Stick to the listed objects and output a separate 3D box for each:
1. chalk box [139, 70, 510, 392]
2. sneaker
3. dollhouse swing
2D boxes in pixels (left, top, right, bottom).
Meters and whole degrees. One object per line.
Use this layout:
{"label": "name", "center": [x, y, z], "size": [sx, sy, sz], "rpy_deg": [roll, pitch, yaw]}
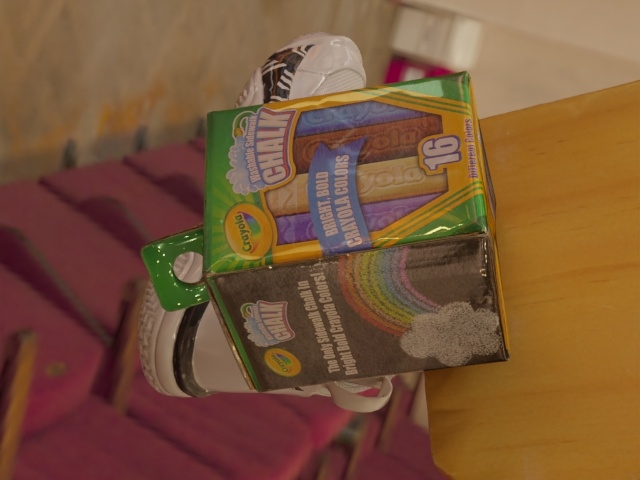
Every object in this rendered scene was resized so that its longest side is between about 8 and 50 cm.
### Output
{"label": "chalk box", "center": [0.000, 0.000, 1.029], "size": [0.132, 0.213, 0.132], "rpy_deg": [73, 13, -50]}
{"label": "sneaker", "center": [0.016, -0.014, 1.346], "size": [0.137, 0.210, 0.366], "rpy_deg": [76, 32, -48]}
{"label": "dollhouse swing", "center": [0.272, 0.066, 1.126], "size": [0.315, 0.305, 0.347], "rpy_deg": [37, 39, -44]}
